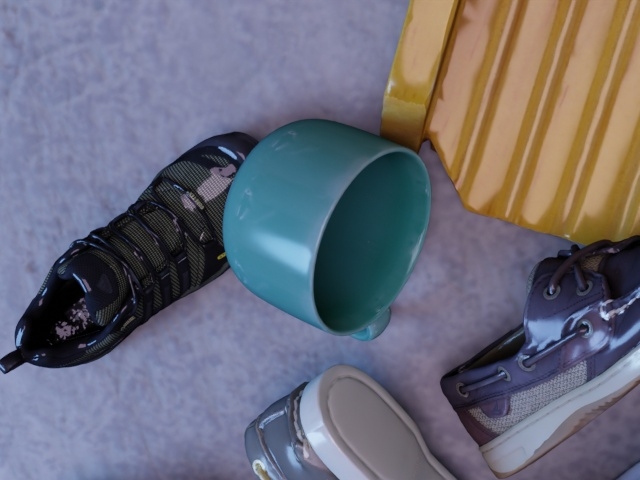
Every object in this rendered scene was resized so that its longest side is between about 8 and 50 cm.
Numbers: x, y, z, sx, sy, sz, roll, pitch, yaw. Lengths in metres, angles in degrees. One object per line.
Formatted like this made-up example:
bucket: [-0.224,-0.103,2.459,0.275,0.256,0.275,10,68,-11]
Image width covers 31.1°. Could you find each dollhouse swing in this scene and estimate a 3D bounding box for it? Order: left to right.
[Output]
dollhouse swing: [0.223,-0.120,0.627,0.347,0.305,0.315,16,101,4]

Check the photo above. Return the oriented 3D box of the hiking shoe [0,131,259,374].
hiking shoe: [-0.122,0.017,0.790,0.086,0.114,0.227,45,101,-2]

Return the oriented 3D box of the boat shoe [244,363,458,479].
boat shoe: [0.067,0.223,0.807,0.091,0.109,0.305,-32,101,32]

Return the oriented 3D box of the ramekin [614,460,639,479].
ramekin: [0.217,0.222,0.739,0.207,0.207,0.109,-44,81,12]

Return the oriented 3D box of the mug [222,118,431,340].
mug: [-0.005,-0.002,0.765,0.097,0.129,0.157,25,114,32]

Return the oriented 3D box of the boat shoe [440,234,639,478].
boat shoe: [0.169,0.049,0.727,0.092,0.103,0.285,42,134,7]
